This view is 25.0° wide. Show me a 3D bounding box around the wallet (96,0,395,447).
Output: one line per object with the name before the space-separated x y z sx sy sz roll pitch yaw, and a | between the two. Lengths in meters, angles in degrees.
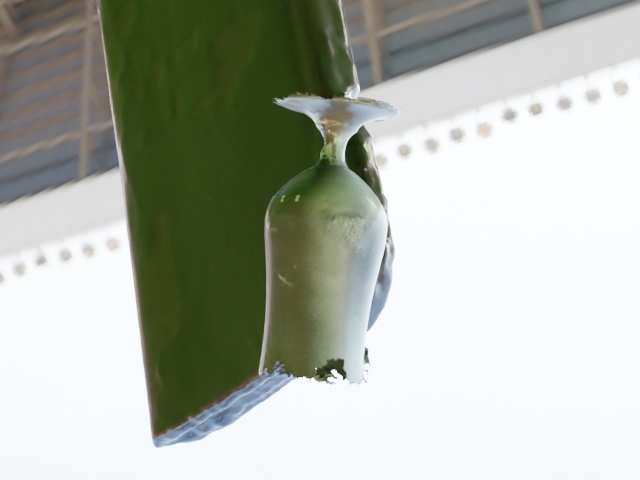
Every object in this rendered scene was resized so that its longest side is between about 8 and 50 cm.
wallet | -0.046 -0.071 0.690 0.165 0.042 0.310 -33 -125 37

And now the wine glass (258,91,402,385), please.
wine glass | 0.000 0.000 0.414 0.042 0.083 0.039 4 179 37
